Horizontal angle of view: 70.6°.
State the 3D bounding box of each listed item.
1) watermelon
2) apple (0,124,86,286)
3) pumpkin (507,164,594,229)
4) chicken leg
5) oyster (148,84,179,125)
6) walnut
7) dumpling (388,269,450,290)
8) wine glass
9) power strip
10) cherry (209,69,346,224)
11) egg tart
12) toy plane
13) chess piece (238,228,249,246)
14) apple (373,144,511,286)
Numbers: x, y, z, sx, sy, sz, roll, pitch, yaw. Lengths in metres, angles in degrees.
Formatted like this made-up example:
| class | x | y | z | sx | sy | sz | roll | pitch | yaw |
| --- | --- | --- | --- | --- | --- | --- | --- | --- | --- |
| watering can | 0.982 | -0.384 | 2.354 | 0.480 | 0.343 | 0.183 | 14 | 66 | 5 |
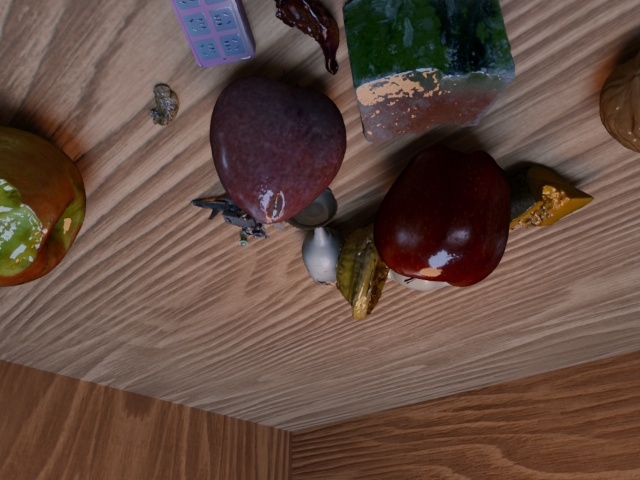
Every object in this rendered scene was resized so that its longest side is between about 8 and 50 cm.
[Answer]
| class | x | y | z | sx | sy | sz | roll | pitch | yaw |
| --- | --- | --- | --- | --- | --- | --- | --- | --- | --- |
| watermelon | 0.186 | -0.289 | 0.806 | 0.264 | 0.151 | 0.302 | -6 | 144 | 6 |
| apple | -0.673 | -0.074 | 0.934 | 0.339 | 0.339 | 0.339 | -1 | 144 | 0 |
| pumpkin | 0.524 | -0.107 | 1.108 | 0.248 | 0.126 | 0.131 | -1 | 141 | -33 |
| chicken leg | -0.014 | -0.370 | 0.778 | 0.093 | 0.053 | 0.205 | -4 | 144 | 45 |
| oyster | -0.326 | -0.268 | 0.918 | 0.080 | 0.038 | 0.083 | -9 | 145 | 14 |
| walnut | 0.635 | -0.254 | 0.822 | 0.228 | 0.228 | 0.228 | -1 | 144 | 0 |
| dumpling | 0.289 | 0.058 | 1.339 | 0.252 | 0.131 | 0.179 | 6 | 129 | 27 |
| wine glass | 0.000 | 0.000 | 1.216 | 0.143 | 0.143 | 0.321 | -7 | 146 | 8 |
| power strip | -0.192 | -0.407 | 0.729 | 0.109 | 0.037 | 0.279 | -6 | 144 | 8 |
| cherry | -0.082 | -0.175 | 0.865 | 0.261 | 0.307 | 0.221 | 9 | 170 | -19 |
| egg tart | 0.120 | 0.068 | 1.215 | 0.115 | 0.290 | 0.290 | 16 | 149 | 19 |
| toy plane | -0.216 | -0.068 | 1.131 | 0.262 | 0.088 | 0.192 | 2 | 143 | 14 |
| chess piece | -0.202 | -0.023 | 1.212 | 0.042 | 0.093 | 0.042 | -1 | 145 | -1 |
| apple | 0.271 | -0.044 | 1.003 | 0.288 | 0.317 | 0.288 | 19 | 178 | 1 |
